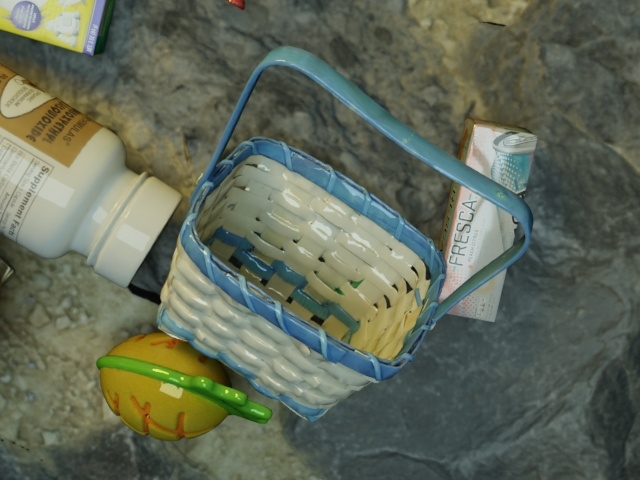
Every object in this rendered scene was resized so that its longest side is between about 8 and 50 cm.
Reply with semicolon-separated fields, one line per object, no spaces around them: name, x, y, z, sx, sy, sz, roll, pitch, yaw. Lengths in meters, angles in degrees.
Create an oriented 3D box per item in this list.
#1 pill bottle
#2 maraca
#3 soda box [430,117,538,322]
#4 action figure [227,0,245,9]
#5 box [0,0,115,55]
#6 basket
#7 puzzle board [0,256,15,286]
pill bottle;-0.247;-0.058;0.897;0.229;0.131;0.131;32;102;-7
maraca;-0.130;0.140;0.936;0.186;0.127;0.099;6;70;36
soda box;0.150;-0.019;0.938;0.063;0.058;0.183;10;104;-1
action figure;-0.021;-0.323;0.790;0.091;0.139;0.280;32;99;-8
box;-0.275;-0.241;0.900;0.179;0.043;0.105;16;104;-1
basket;0.000;0.000;0.852;0.255;0.201;0.289;36;134;-7
puzzle board;-0.378;0.039;0.984;0.128;0.011;0.096;-43;100;10
